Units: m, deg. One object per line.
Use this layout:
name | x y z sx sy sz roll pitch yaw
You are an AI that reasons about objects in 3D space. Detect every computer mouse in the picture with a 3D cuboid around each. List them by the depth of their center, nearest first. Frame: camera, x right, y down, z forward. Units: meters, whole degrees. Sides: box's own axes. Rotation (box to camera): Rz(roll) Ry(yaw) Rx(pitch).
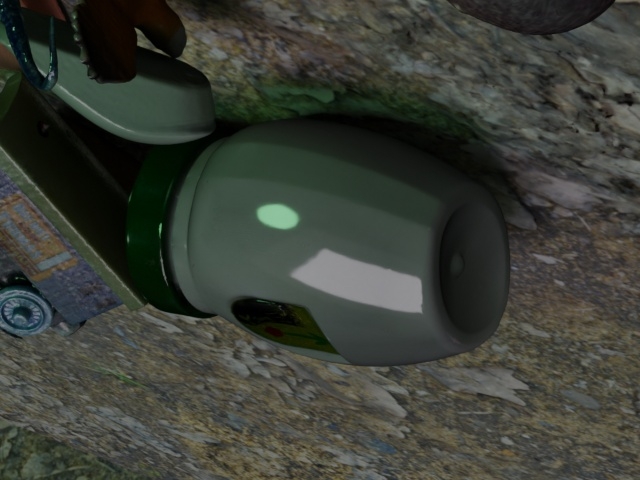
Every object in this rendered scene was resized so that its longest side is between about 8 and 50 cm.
computer mouse | -0.204 -0.148 1.856 0.231 0.079 0.128 21 -167 -10

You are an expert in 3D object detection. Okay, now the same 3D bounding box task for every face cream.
face cream | 0.000 0.000 2.057 0.357 0.219 0.312 10 156 30

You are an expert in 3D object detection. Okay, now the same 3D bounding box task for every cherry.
cherry | 0.150 -0.232 1.546 0.176 0.140 0.176 15 170 3

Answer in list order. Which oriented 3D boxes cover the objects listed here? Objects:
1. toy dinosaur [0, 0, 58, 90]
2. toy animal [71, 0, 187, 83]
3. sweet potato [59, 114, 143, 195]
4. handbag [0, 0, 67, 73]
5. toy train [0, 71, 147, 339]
toy dinosaur | -0.309 -0.267 1.756 0.363 0.076 0.147 61 180 15
toy animal | -0.227 -0.275 1.793 0.284 0.225 0.302 43 166 -2
sweet potato | -0.186 -0.015 2.293 0.336 0.131 0.131 29 155 -16
handbag | -0.348 -0.245 2.027 0.157 0.059 0.212 13 155 18
toy train | -0.315 -0.029 2.144 0.202 0.131 0.300 -23 122 28
